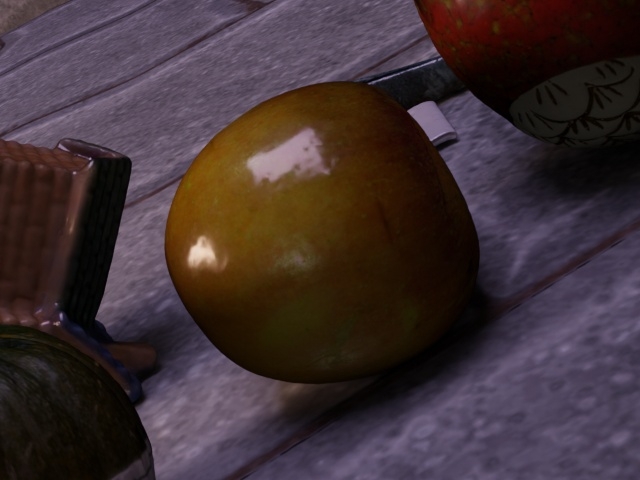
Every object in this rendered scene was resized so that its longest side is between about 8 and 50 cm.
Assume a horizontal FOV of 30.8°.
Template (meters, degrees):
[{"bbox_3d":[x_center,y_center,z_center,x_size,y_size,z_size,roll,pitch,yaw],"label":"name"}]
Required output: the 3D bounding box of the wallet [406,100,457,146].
[{"bbox_3d":[0.073,-0.081,0.853,0.044,0.011,0.083,-26,23,4],"label":"wallet"}]

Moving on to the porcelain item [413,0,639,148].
[{"bbox_3d":[0.174,-0.178,0.653,0.253,0.253,0.253,-23,23,10],"label":"porcelain item"}]

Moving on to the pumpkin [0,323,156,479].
[{"bbox_3d":[-0.199,0.136,0.478,0.260,0.189,0.260,0,9,0],"label":"pumpkin"}]

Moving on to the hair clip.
[{"bbox_3d":[0.112,-0.136,0.908,0.229,0.039,0.070,-20,20,4],"label":"hair clip"}]

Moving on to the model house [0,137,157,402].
[{"bbox_3d":[-0.187,0.027,0.713,0.172,0.183,0.166,7,10,-20],"label":"model house"}]

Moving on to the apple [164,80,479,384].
[{"bbox_3d":[-0.003,-0.005,0.602,0.147,0.146,0.163,-31,24,2],"label":"apple"}]
